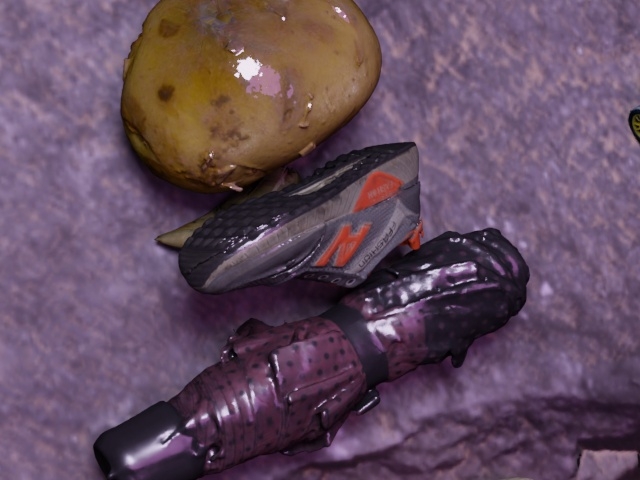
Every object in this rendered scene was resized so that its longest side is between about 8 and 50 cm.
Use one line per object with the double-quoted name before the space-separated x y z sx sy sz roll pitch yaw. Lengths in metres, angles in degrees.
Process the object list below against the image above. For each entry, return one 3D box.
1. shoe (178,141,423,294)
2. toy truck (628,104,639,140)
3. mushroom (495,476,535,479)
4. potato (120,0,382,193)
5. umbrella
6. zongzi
"shoe" -0.001 0.001 0.844 0.194 0.074 0.077 -30 109 -38
"toy truck" 0.321 -0.051 1.001 0.085 0.116 0.191 -29 100 -20
"mushroom" 0.140 0.211 0.946 0.084 0.067 0.083 3 56 -5
"potato" -0.044 -0.107 0.838 0.176 0.137 0.137 -44 106 -20
"umbrella" 0.002 0.085 0.875 0.326 0.090 0.094 -28 104 -21
"zongzi" -0.060 -0.022 0.883 0.083 0.040 0.076 17 75 -5
